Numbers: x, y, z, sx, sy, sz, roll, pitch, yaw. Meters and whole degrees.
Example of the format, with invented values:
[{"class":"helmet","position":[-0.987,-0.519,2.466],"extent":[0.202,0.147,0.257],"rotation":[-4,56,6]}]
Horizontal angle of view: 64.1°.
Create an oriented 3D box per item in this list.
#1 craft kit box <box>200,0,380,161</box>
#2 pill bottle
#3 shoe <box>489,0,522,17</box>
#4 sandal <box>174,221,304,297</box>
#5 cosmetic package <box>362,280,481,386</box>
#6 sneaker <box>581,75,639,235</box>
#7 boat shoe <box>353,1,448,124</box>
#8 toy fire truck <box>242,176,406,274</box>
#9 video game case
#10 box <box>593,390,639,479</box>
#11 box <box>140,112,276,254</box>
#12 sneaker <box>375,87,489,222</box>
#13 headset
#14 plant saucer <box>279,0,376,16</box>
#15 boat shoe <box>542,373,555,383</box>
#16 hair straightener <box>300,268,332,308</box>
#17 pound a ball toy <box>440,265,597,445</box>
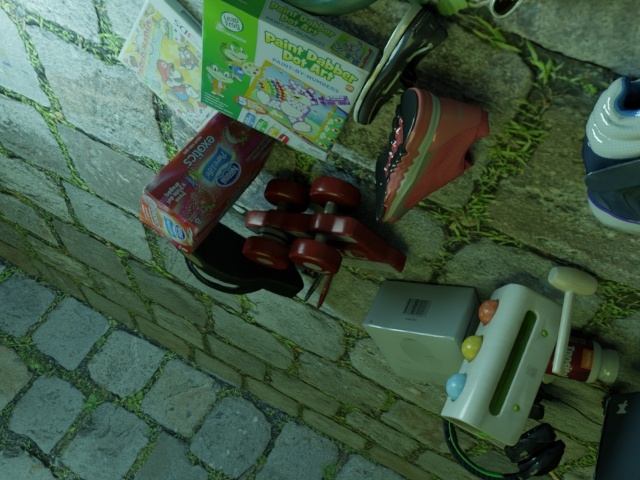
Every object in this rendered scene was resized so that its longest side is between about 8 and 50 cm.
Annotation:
[{"class":"craft kit box","position":[-0.064,-0.253,0.800],"extent":[0.249,0.061,0.247],"rotation":[24,152,-3]},{"class":"pill bottle","position":[0.502,0.233,1.017],"extent":[0.151,0.086,0.086],"rotation":[10,144,16]},{"class":"shoe","position":[0.241,-0.312,0.500],"extent":[0.076,0.058,0.219],"rotation":[33,149,-4]},{"class":"sandal","position":[-0.194,0.065,1.161],"extent":[0.445,0.107,0.168],"rotation":[30,-155,-53]},{"class":"cosmetic package","position":[0.254,0.217,1.163],"extent":[0.223,0.138,0.225],"rotation":[3,138,38]},{"class":"sneaker","position":[0.461,-0.092,0.554],"extent":[0.322,0.130,0.236],"rotation":[16,150,33]},{"class":"boat shoe","position":[0.107,-0.228,0.720],"extent":[0.064,0.075,0.206],"rotation":[34,144,1]},{"class":"toy fire truck","position":[0.000,0.000,1.073],"extent":[0.302,0.170,0.254],"rotation":[4,158,38]},{"class":"video game case","position":[-0.258,-0.321,0.945],"extent":[0.206,0.026,0.227],"rotation":[43,147,-18]},{"class":"box","position":[0.780,0.451,0.764],"extent":[0.471,0.297,0.480],"rotation":[37,148,-6]},{"class":"box","position":[-0.212,-0.116,0.972],"extent":[0.122,0.257,0.128],"rotation":[36,148,-4]},{"class":"sneaker","position":[0.167,-0.107,0.807],"extent":[0.136,0.116,0.314],"rotation":[4,157,-4]},{"class":"headset","position":[0.480,0.422,1.182],"extent":[0.393,0.244,0.185],"rotation":[-17,160,16]},{"class":"plant saucer","position":[-0.032,-0.412,0.609],"extent":[0.317,0.044,0.318],"rotation":[22,148,15]},{"class":"boat shoe","position":[0.492,0.261,1.119],"extent":[0.038,0.046,0.125],"rotation":[53,167,53]},{"class":"hair straightener","position":[-0.016,0.099,1.313],"extent":[0.089,0.047,0.230],"rotation":[27,148,6]},{"class":"pound a ball toy","position":[0.343,0.194,0.928],"extent":[0.135,0.319,0.208],"rotation":[27,164,4]}]
